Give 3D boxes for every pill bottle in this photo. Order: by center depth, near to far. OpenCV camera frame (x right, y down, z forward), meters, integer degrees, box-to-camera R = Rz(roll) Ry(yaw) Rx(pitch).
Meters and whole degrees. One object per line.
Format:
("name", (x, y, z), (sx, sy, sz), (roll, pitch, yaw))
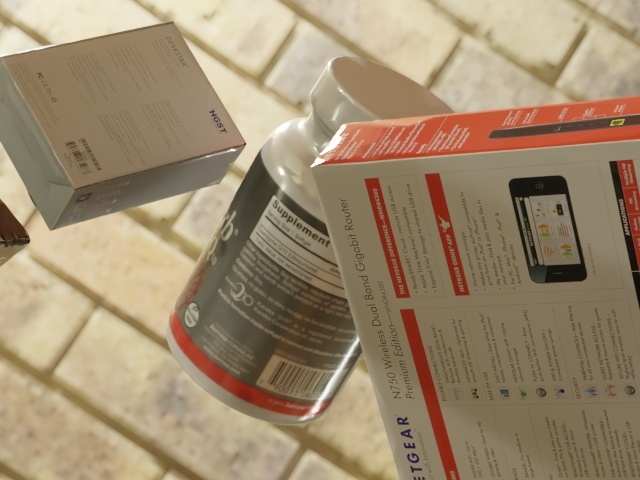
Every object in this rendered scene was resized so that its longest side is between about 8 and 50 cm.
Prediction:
("pill bottle", (0.000, 0.000, 1.928), (0.210, 0.363, 0.210), (25, 23, -12))

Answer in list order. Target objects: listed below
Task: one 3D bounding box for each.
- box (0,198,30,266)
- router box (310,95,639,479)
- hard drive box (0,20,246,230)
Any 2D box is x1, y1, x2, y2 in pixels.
("box", (-0.401, 0.042, 1.131), (0.179, 0.343, 0.312), (51, 5, 5))
("router box", (0.179, 0.058, 1.435), (0.301, 0.082, 0.335), (-3, -62, 26))
("hard drive box", (-0.228, -0.130, 1.994), (0.181, 0.232, 0.089), (59, -39, 18))
